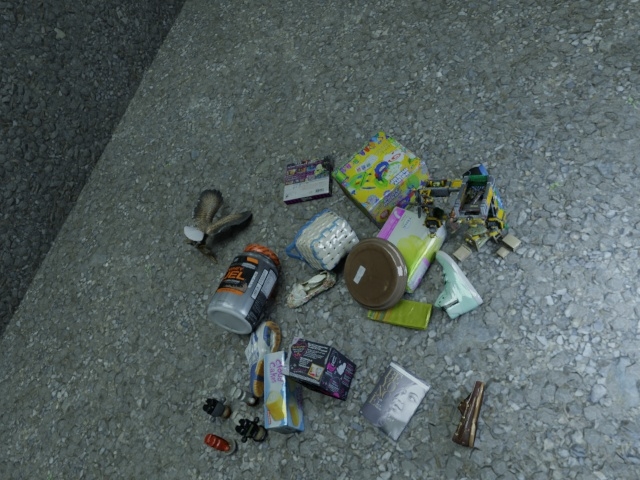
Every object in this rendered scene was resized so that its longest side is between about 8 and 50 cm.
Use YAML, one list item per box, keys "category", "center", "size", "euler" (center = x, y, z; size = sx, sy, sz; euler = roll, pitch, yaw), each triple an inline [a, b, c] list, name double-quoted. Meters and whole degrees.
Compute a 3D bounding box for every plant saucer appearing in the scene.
- category: "plant saucer"
  center: [0.195, 0.126, 1.870]
  size: [0.277, 0.041, 0.278]
  euler: [2, 93, 39]

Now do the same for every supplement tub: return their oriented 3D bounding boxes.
- category: "supplement tub"
  center: [-0.304, 0.194, 2.058]
  size: [0.207, 0.207, 0.338]
  euler: [1, 49, 27]

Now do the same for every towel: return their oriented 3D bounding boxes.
- category: "towel"
  center: [0.290, 0.262, 1.848]
  size: [0.237, 0.021, 0.102]
  euler: [6, 67, 36]

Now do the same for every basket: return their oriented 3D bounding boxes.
- category: "basket"
  center: [0.000, 0.000, 2.048]
  size: [0.254, 0.201, 0.289]
  euler: [-42, 30, -12]

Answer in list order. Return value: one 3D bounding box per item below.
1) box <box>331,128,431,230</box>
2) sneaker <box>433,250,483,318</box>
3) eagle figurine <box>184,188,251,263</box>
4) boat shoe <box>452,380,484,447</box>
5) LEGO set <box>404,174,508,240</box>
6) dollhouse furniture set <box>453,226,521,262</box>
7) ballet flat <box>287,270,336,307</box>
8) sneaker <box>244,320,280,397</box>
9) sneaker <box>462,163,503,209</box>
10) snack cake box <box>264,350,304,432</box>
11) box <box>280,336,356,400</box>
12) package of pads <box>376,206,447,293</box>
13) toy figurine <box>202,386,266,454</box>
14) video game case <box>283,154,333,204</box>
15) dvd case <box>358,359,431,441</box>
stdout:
- category: "box"
  center: [0.254, -0.251, 2.068]
  size: [0.290, 0.177, 0.279]
  euler: [-40, 53, 1]
- category: "sneaker"
  center: [0.447, 0.159, 1.799]
  size: [0.151, 0.094, 0.256]
  euler: [-35, 52, 9]
- category: "eagle figurine"
  center: [-0.505, -0.085, 2.354]
  size: [0.298, 0.226, 0.225]
  euler: [-54, 34, -3]
- category: "boat shoe"
  center: [0.468, 0.542, 1.587]
  size: [0.073, 0.073, 0.207]
  euler: [10, 68, 28]
- category: "LEGO set"
  center: [0.460, -0.082, 1.700]
  size: [0.331, 0.255, 0.192]
  euler: [8, 49, 25]
- category: "dollhouse furniture set"
  center: [0.591, 0.020, 1.797]
  size: [0.182, 0.101, 0.161]
  euler: [-45, 53, -2]
- category: "ballet flat"
  center: [-0.046, 0.188, 2.038]
  size: [0.241, 0.077, 0.091]
  euler: [-33, 55, 7]
- category: "sneaker"
  center: [-0.238, 0.471, 1.976]
  size: [0.130, 0.112, 0.297]
  euler: [-17, 52, 36]
- category: "sneaker"
  center: [0.621, -0.189, 1.917]
  size: [0.090, 0.081, 0.232]
  euler: [-25, 48, 15]
- category: "snack cake box"
  center: [-0.134, 0.556, 1.831]
  size: [0.089, 0.152, 0.265]
  euler: [-16, 58, 18]
- category: "box"
  center: [-0.001, 0.450, 1.763]
  size: [0.163, 0.247, 0.142]
  euler: [9, 66, 30]
- category: "package of pads"
  center: [0.323, 0.033, 1.924]
  size: [0.229, 0.101, 0.297]
  euler: [24, 77, 35]
- category: "toy figurine"
  center: [-0.321, 0.671, 1.874]
  size: [0.213, 0.148, 0.210]
  euler: [-30, 48, 12]
- category: "video game case"
  center: [-0.055, -0.281, 2.323]
  size: [0.232, 0.042, 0.210]
  euler: [-9, 60, 22]
- category: "dvd case"
  center: [0.254, 0.548, 1.725]
  size: [0.164, 0.018, 0.221]
  euler: [30, 79, 36]
